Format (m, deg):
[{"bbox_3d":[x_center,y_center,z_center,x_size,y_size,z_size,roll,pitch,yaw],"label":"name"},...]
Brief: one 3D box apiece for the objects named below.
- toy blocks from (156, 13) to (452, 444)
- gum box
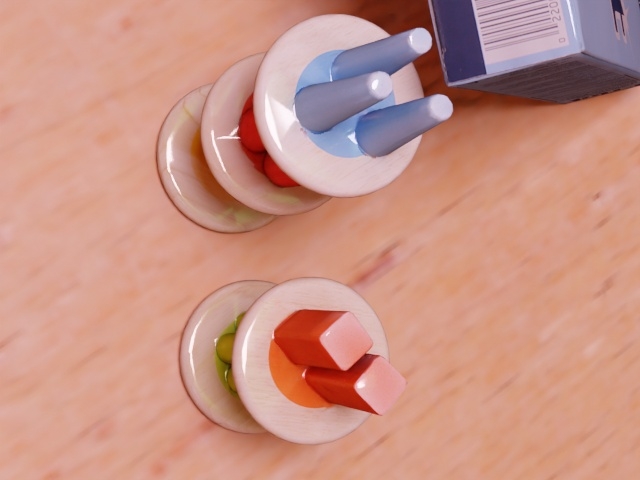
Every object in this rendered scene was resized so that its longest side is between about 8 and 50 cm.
[{"bbox_3d":[0.000,0.000,0.440,0.054,0.148,0.123,-6,87,-22],"label":"toy blocks"},{"bbox_3d":[0.064,-0.126,0.472,0.041,0.184,0.157,-12,89,19],"label":"gum box"}]
